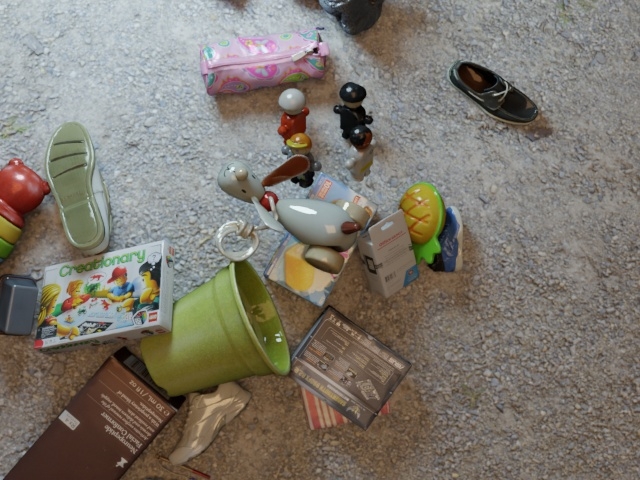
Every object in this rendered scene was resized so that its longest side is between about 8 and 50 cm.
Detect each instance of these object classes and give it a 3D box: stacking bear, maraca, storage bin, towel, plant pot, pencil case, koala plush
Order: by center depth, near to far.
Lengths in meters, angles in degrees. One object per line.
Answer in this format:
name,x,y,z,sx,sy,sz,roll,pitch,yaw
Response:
plant pot,-0.235,0.206,1.719,0.254,0.276,0.276,-24,92,7
stacking bear,-0.707,-0.040,1.724,0.175,0.164,0.289,39,82,-3
storage bin,-0.649,0.147,1.743,0.098,0.091,0.135,10,89,-32
pencil case,-0.124,-0.397,1.784,0.284,0.124,0.124,-9,90,-4
koala plush,0.030,-0.581,1.788,0.221,0.203,0.196,35,78,17
maraca,0.228,-0.039,1.811,0.099,0.127,0.185,1,84,-36
towel,0.053,0.345,1.841,0.197,0.029,0.144,-12,90,-2

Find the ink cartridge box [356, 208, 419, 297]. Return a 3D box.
ink cartridge box,0.146,0.022,1.782,0.104,0.060,0.180,-30,120,-25

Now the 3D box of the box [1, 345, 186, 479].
box,-0.491,0.436,1.736,0.191,0.143,0.381,40,91,-2

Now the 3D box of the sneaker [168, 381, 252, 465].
sneaker,-0.265,0.395,1.794,0.115,0.090,0.232,43,78,4

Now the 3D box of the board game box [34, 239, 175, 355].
board game box,-0.453,0.122,1.696,0.305,0.053,0.192,-13,61,18

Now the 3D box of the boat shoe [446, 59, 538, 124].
boat shoe,0.399,-0.338,1.845,0.233,0.079,0.084,30,86,-5

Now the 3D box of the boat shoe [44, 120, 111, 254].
boat shoe,-0.524,-0.109,1.759,0.113,0.103,0.302,-13,72,0

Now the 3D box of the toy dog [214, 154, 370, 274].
toy dog,-0.043,-0.059,1.647,0.334,0.161,0.220,9,76,-17

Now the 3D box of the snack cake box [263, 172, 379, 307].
snack cake box,0.000,0.000,1.806,0.152,0.089,0.264,29,88,-3

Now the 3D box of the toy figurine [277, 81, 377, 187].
toy figurine,0.014,-0.232,1.738,0.213,0.148,0.209,-4,48,-3

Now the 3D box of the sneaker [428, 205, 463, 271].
sneaker,0.277,-0.002,1.842,0.085,0.058,0.152,-3,97,-13

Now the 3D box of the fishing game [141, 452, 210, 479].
fishing game,-0.365,0.620,1.800,0.189,0.041,0.264,26,88,-6

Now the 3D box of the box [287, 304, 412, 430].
box,0.059,0.283,1.797,0.231,0.056,0.183,35,90,-1
